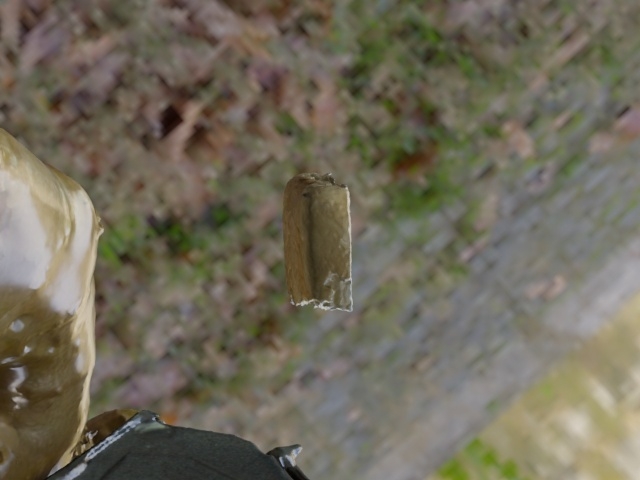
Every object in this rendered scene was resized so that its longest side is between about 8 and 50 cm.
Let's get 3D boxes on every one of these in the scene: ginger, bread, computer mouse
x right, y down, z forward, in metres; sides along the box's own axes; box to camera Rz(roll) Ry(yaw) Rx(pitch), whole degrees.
[{"bbox_3d":[-0.170,0.093,0.957,0.348,0.122,0.363,8,121,-49],"label":"ginger"},{"bbox_3d":[0.000,0.000,1.029,0.035,0.070,0.083,-3,-177,-7],"label":"bread"},{"bbox_3d":[-0.085,0.160,0.930,0.231,0.126,0.071,-38,141,-48],"label":"computer mouse"}]
